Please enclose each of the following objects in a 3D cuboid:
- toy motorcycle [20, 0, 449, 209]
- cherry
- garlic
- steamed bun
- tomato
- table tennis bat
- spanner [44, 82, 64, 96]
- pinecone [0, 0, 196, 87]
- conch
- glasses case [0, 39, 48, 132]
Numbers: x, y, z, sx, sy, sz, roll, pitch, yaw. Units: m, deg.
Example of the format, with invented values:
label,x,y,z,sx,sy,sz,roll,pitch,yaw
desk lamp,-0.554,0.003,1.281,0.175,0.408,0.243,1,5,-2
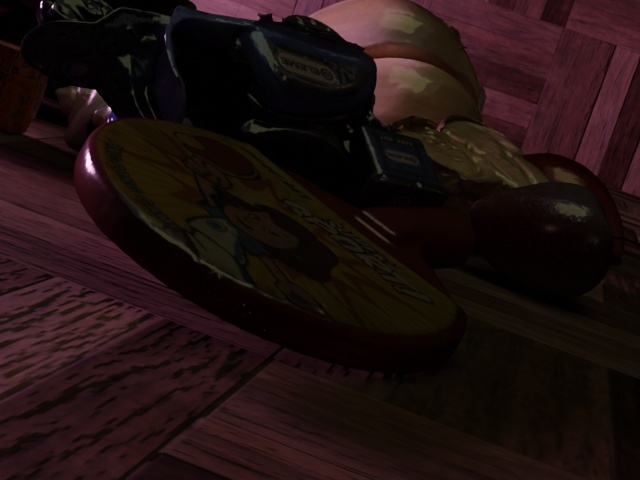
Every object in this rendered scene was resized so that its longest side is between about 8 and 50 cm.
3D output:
label,x,y,z,sx,sy,sz,roll,pitch,yaw
toy motorcycle,-0.073,-0.104,1.102,0.359,0.125,0.212,9,46,-34
cherry,0.215,0.001,1.242,0.148,0.115,0.188,38,14,-5
garlic,0.074,-0.192,1.783,0.313,0.286,0.249,15,-20,-2
steamed bun,0.157,-0.051,1.459,0.192,0.106,0.177,37,31,26
tomato,0.315,-0.056,1.769,0.228,0.112,0.199,25,9,21
table tennis bat,0.000,0.000,0.915,0.268,0.051,0.415,38,19,25
spanner,-0.399,-0.213,1.547,0.316,0.024,0.087,21,4,18
pinecone,-0.306,-0.353,1.399,0.384,0.384,0.384,18,10,-3
conch,-0.159,-0.087,1.190,0.176,0.094,0.104,44,-11,-14
glasses case,-0.357,-0.168,1.201,0.218,0.075,0.049,20,8,10
